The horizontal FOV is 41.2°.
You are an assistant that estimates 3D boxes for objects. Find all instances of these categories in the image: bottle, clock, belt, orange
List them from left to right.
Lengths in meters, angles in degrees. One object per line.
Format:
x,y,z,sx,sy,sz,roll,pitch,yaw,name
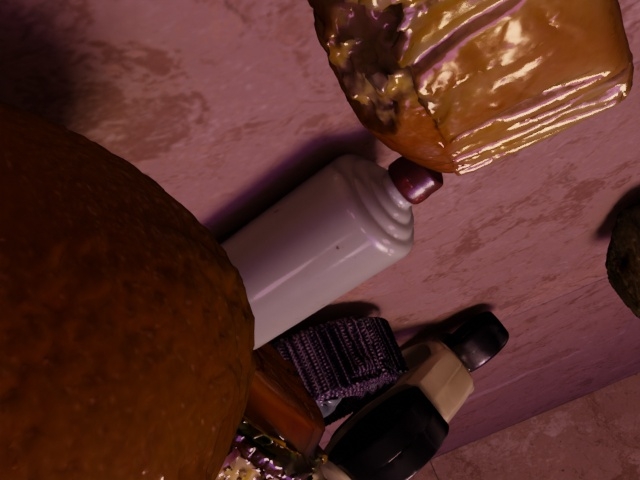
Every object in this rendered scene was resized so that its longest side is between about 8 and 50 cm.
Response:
-0.212,0.076,0.450,0.357,0.322,0.322,-2,150,-29,orange
-0.045,0.207,1.136,0.260,0.122,0.325,-6,155,-49,belt
0.000,0.000,0.744,0.245,0.104,0.104,-34,154,27,bottle
0.115,0.255,1.268,0.276,0.120,0.379,-38,178,42,clock

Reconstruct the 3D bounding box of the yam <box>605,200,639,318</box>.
0.541,0.004,1.121,0.300,0.195,0.195,-21,157,-2,yam

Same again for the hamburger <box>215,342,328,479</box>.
-0.101,0.164,0.853,0.139,0.243,0.262,-44,156,4,hamburger

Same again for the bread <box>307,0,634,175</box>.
0.056,-0.136,0.409,0.133,0.179,0.250,-23,157,13,bread
